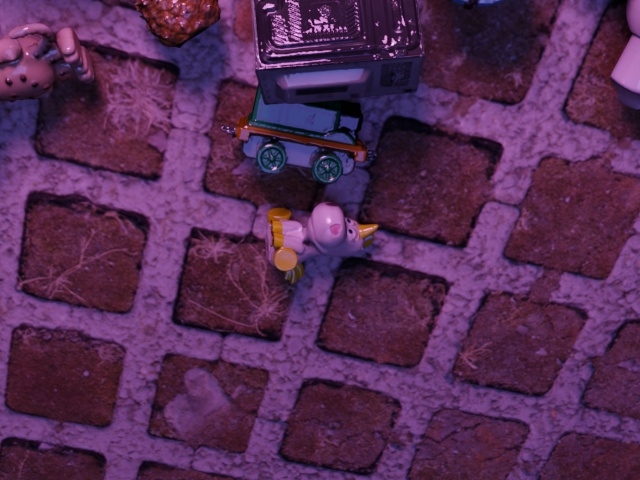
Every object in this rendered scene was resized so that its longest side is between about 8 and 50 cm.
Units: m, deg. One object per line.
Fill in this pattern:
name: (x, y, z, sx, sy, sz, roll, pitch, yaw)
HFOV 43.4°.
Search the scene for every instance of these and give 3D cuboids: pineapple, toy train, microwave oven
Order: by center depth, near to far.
pineapple: (-0.210, -0.348, 1.028, 0.108, 0.108, 0.198, -28, 107, 12)
microwave oven: (0.020, -0.266, 1.030, 0.208, 0.122, 0.162, -5, 77, 1)
toy train: (-0.025, -0.160, 1.139, 0.227, 0.091, 0.136, 8, 107, -7)

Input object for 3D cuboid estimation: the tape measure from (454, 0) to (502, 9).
tape measure: (0.198, -0.357, 0.986, 0.125, 0.081, 0.146, -2, 123, 3)

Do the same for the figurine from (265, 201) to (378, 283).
figurine: (0.000, -0.005, 1.232, 0.178, 0.109, 0.130, -20, 143, 8)

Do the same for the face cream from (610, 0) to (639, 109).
face cream: (0.482, -0.335, 1.033, 0.145, 0.145, 0.370, 16, 115, -11)

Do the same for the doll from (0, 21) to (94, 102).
doll: (-0.447, -0.212, 1.070, 0.278, 0.119, 0.154, -20, 161, 8)
